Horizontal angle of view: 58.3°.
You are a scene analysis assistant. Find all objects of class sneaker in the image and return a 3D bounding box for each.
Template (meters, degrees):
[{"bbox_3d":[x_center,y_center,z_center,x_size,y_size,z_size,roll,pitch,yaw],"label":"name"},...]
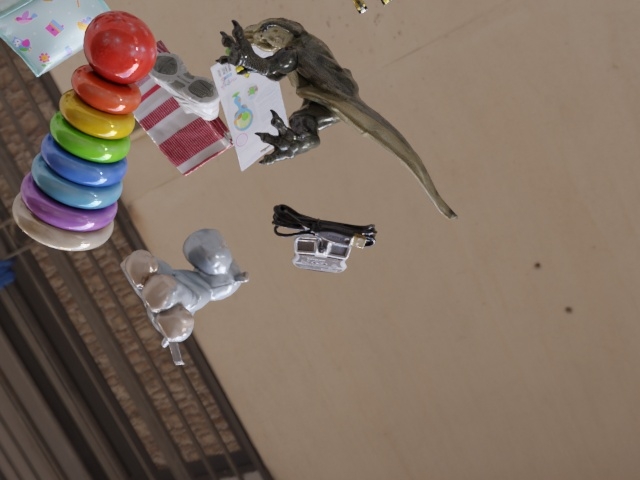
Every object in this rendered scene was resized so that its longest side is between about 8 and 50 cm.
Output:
[{"bbox_3d":[-0.338,-0.363,1.392,0.090,0.232,0.115,-42,162,-25],"label":"sneaker"}]

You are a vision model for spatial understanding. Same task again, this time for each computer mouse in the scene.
[{"bbox_3d":[0.000,0.000,0.643,0.106,0.042,0.193,7,168,-2],"label":"computer mouse"}]

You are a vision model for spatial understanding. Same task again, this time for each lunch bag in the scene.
[{"bbox_3d":[-0.579,-0.506,1.158,0.223,0.160,0.262,-34,146,-4],"label":"lunch bag"}]

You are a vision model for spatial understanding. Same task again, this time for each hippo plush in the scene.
[{"bbox_3d":[-0.273,0.108,1.283,0.236,0.294,0.234,-30,-152,-22],"label":"hippo plush"}]

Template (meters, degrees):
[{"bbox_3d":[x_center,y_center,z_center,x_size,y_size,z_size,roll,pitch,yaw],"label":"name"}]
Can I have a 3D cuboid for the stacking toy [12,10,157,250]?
[{"bbox_3d":[-0.307,-0.148,0.782,0.330,0.141,0.141,-58,174,26],"label":"stacking toy"}]

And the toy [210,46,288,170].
[{"bbox_3d":[-0.138,-0.265,1.092,0.056,0.237,0.137,35,-118,29],"label":"toy"}]

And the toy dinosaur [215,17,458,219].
[{"bbox_3d":[-0.008,-0.111,0.442,0.118,0.268,0.064,-12,145,-42],"label":"toy dinosaur"}]

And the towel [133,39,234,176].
[{"bbox_3d":[-0.409,-0.346,1.570,0.237,0.329,0.037,-23,-156,35],"label":"towel"}]

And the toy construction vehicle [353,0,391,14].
[{"bbox_3d":[0.117,-0.595,1.387,0.085,0.098,0.035,-28,147,17],"label":"toy construction vehicle"}]
